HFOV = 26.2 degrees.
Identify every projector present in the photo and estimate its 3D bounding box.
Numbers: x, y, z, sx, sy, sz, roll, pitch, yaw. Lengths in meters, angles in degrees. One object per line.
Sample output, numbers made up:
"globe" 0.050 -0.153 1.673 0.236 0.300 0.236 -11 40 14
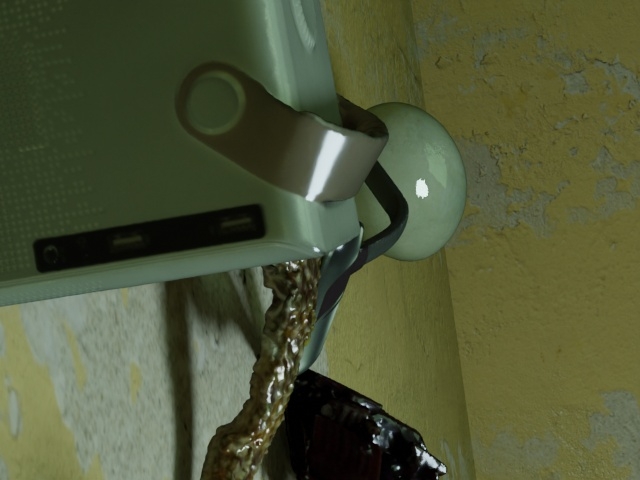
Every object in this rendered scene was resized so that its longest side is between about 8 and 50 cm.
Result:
"projector" -0.086 -0.068 0.765 0.163 0.242 0.177 -30 111 -76

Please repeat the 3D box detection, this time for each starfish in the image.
"starfish" -0.061 0.033 1.163 0.384 0.132 0.398 -61 143 -80

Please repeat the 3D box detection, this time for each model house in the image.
"model house" 0.051 0.233 1.383 0.141 0.203 0.164 -67 -163 -3

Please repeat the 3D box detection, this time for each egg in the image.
"egg" 0.115 -0.081 1.957 0.186 0.186 0.253 -84 157 -54

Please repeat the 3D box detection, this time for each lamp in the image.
"lamp" 0.007 0.003 1.444 0.283 0.124 0.203 -107 -142 -53
